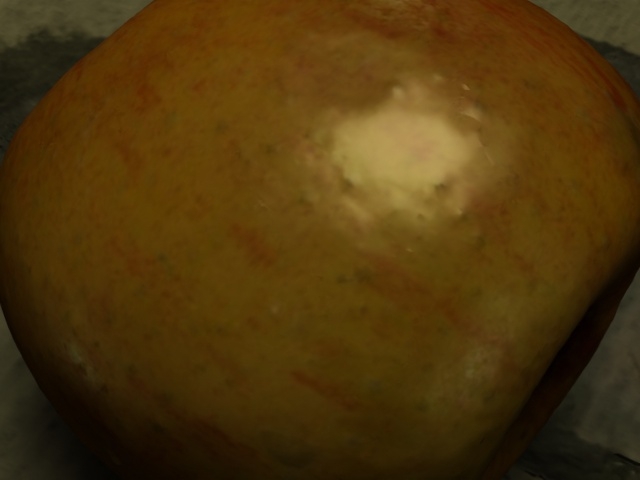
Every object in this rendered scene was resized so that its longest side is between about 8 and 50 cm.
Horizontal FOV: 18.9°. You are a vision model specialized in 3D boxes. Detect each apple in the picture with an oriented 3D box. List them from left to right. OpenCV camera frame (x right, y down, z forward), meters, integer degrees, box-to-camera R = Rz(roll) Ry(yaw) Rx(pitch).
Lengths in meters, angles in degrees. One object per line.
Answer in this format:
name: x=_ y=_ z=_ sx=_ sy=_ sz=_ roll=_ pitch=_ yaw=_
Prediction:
apple: x=0.000 y=0.000 z=0.913 sx=0.275 sy=0.299 sz=0.299 roll=38 pitch=49 yaw=18
